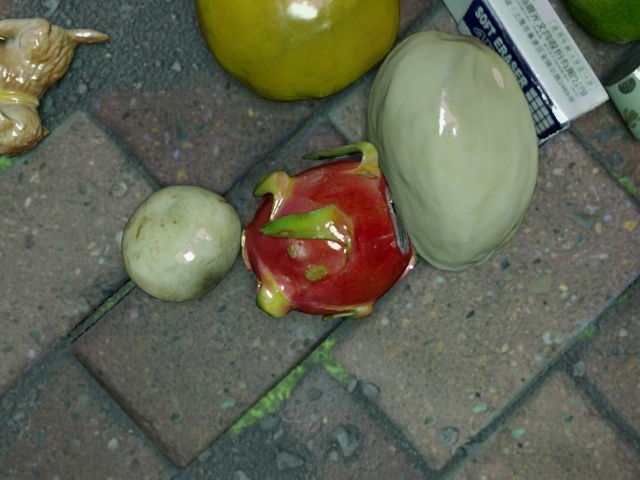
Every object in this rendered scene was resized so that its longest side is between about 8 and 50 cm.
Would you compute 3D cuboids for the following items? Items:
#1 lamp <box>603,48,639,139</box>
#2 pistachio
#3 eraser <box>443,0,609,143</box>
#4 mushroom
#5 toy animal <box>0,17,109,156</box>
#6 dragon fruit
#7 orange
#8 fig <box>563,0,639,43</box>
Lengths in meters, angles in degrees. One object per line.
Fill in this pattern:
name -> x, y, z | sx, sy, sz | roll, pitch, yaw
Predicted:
lamp -> 0.508, -0.173, 0.972 | 0.214, 0.121, 0.121 | 44, 84, -6
pistachio -> 0.176, -0.114, 0.914 | 0.226, 0.208, 0.332 | -10, 105, 26
eraser -> 0.276, -0.282, 0.968 | 0.086, 0.130, 0.287 | -30, 85, -7
mushroom -> -0.186, 0.004, 0.924 | 0.166, 0.127, 0.166 | -4, 63, 8
toy animal -> -0.389, -0.210, 0.951 | 0.183, 0.104, 0.185 | -1, 79, -9
dragon fruit -> 0.004, -0.002, 0.892 | 0.227, 0.224, 0.224 | -10, 84, 11
orange -> -0.029, -0.318, 0.911 | 0.279, 0.235, 0.279 | -2, 71, 5
fig -> 0.410, -0.393, 0.975 | 0.235, 0.203, 0.203 | 29, 82, 35
